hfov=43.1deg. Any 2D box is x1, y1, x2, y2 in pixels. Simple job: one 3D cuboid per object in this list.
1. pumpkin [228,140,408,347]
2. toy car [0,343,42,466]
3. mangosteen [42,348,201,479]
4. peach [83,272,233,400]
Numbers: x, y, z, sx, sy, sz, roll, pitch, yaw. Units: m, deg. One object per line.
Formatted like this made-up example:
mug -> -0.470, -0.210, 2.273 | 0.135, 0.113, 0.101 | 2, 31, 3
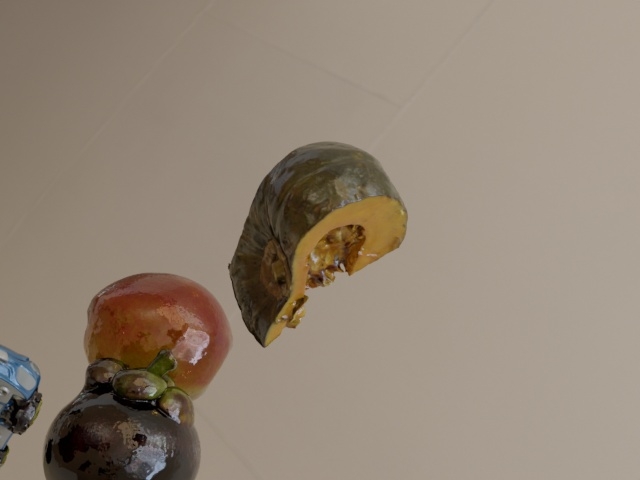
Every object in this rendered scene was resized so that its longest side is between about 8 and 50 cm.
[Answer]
pumpkin -> 0.000, -0.001, 1.120 | 0.139, 0.190, 0.280 | 53, -43, 33
toy car -> -0.560, 0.245, 1.310 | 0.314, 0.198, 0.166 | -50, -158, 35
mangosteen -> -0.379, 0.377, 1.522 | 0.297, 0.297, 0.313 | -21, -90, 20
peach -> -0.366, 0.214, 1.802 | 0.332, 0.308, 0.308 | 21, -110, -2
